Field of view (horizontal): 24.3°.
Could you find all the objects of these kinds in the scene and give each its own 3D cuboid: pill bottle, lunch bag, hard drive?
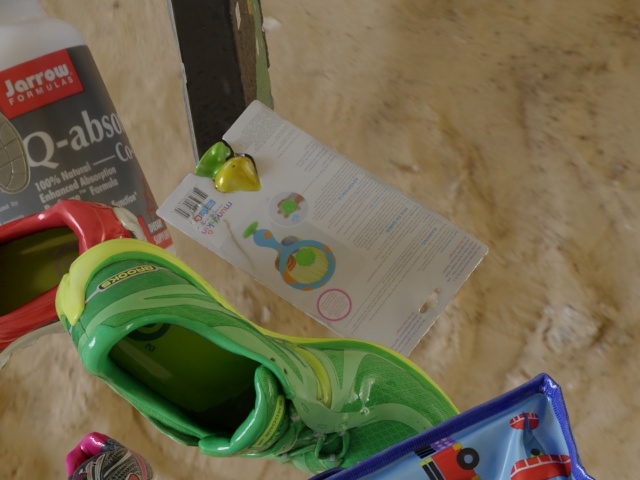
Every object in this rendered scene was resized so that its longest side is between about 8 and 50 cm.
[{"bbox_3d":[-0.309,-0.100,1.523,0.210,0.210,0.363,-23,96,-2],"label":"pill bottle"},{"bbox_3d":[0.030,0.233,0.923,0.293,0.138,0.221,-18,146,-8],"label":"lunch bag"},{"bbox_3d":[-0.100,-0.228,1.454,0.064,0.237,0.339,-5,123,5],"label":"hard drive"}]

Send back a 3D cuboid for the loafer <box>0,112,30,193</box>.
[{"bbox_3d":[-0.302,-0.101,1.350,0.045,0.039,0.125,-31,101,-4],"label":"loafer"}]

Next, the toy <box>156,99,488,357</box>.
[{"bbox_3d":[0.000,0.000,1.217,0.237,0.056,0.137,34,67,12],"label":"toy"}]

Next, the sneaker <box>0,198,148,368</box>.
[{"bbox_3d":[-0.259,0.043,1.059,0.279,0.118,0.107,-30,74,5],"label":"sneaker"}]

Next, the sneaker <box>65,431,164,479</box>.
[{"bbox_3d":[-0.197,0.264,1.321,0.121,0.299,0.112,-44,99,2],"label":"sneaker"}]

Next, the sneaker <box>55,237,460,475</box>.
[{"bbox_3d":[-0.036,0.106,0.947,0.295,0.123,0.109,25,113,-20],"label":"sneaker"}]
